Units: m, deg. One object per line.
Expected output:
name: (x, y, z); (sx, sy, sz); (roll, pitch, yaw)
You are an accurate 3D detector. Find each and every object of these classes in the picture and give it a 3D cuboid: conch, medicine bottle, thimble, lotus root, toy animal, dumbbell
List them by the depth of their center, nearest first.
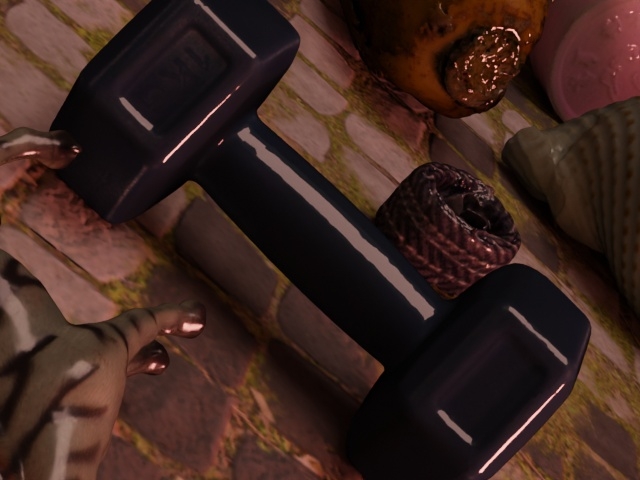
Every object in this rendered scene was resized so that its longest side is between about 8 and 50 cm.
toy animal: (-0.118, 0.051, 0.620); (0.170, 0.090, 0.255); (-1, 47, -53)
dumbbell: (0.000, 0.000, 0.813); (0.325, 0.144, 0.160); (44, 26, 0)
thimble: (0.097, -0.007, 1.072); (0.104, 0.066, 0.095); (5, 44, -51)
lotus root: (0.115, -0.260, 1.353); (0.179, 0.196, 0.397); (36, 22, -30)
conch: (0.358, -0.038, 1.364); (0.319, 0.215, 0.303); (49, 14, 8)
medicine bottle: (0.337, -0.292, 1.726); (0.212, 0.212, 0.325); (31, 26, -27)
